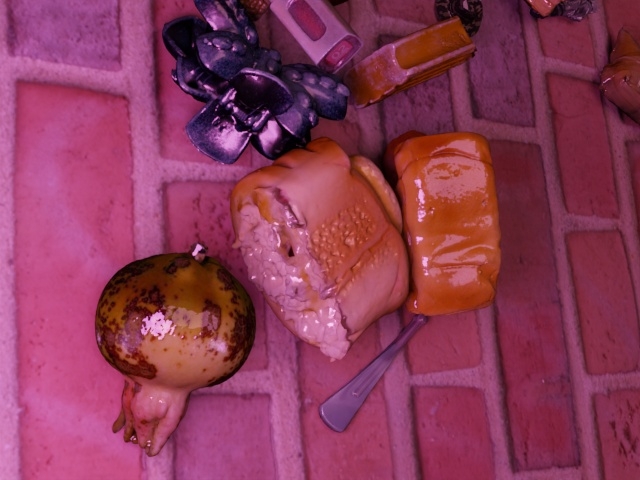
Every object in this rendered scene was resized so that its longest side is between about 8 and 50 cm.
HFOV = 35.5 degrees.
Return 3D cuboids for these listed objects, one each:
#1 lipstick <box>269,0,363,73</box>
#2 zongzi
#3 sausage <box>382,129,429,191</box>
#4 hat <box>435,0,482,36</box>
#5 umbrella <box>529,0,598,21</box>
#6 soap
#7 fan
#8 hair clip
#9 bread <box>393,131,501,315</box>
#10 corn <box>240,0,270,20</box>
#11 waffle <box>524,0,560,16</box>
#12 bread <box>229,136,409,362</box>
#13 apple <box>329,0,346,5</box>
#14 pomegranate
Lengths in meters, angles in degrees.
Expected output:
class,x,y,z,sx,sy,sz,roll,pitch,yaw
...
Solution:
class,x,y,z,sx,sy,sz,roll,pitch,yaw
lipstick,-0.039,-0.379,1.573,0.253,0.079,0.077,54,17,19
zongzi,0.703,-0.355,2.195,0.194,0.099,0.197,36,53,-21
sausage,0.192,-0.066,1.757,0.113,0.113,0.259,-25,93,-36
hat,0.283,-0.455,1.959,0.121,0.050,0.121,8,75,-30
umbrella,0.520,-0.493,2.137,0.188,0.046,0.050,-12,115,-37
soap,0.179,-0.326,1.788,0.257,0.160,0.080,-29,93,-37
fan,0.092,0.208,1.668,0.057,0.023,0.282,47,56,-4
hair clip,-0.110,-0.243,1.563,0.310,0.194,0.206,36,38,-19
bread,0.202,-0.027,1.641,0.167,0.132,0.294,-4,92,-13
corn,-0.210,-0.443,1.603,0.288,0.086,0.086,27,64,-28
waffle,0.482,-0.618,2.084,0.213,0.091,0.308,43,58,2
bread,0.000,0.000,1.557,0.270,0.211,0.315,-41,113,-40
apple,0.002,-0.510,1.696,0.218,0.201,0.218,5,78,-26
pomegranate,-0.205,0.147,1.367,0.222,0.204,0.276,17,65,-10
